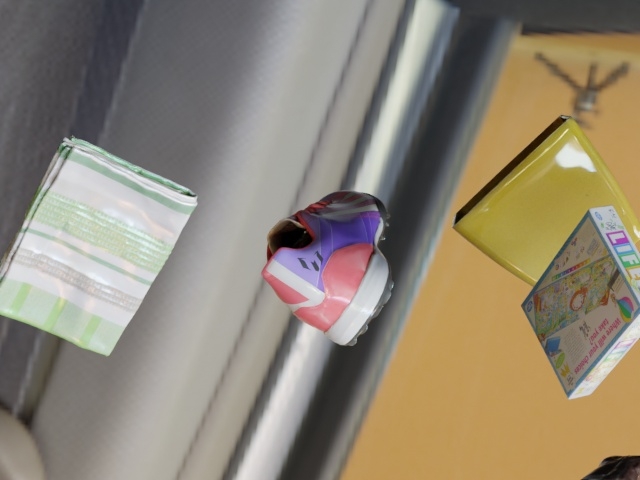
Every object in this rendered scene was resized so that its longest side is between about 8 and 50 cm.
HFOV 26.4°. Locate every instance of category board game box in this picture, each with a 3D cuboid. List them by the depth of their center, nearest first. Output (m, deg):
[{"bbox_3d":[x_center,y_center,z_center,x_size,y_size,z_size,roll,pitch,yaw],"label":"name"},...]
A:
[{"bbox_3d":[0.235,0.056,1.192,0.026,0.154,0.103,-9,-121,-24],"label":"board game box"}]

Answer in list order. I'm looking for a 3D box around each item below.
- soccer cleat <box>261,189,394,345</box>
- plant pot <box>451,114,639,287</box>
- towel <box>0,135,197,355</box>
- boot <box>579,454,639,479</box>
[{"bbox_3d":[0.000,0.000,1.394,0.116,0.108,0.318,32,-164,-11],"label":"soccer cleat"},{"bbox_3d":[0.322,-0.032,1.881,0.187,0.212,0.212,47,-171,0],"label":"plant pot"},{"bbox_3d":[-0.175,0.008,1.034,0.113,0.152,0.023,25,-164,-18],"label":"towel"},{"bbox_3d":[0.308,0.229,1.317,0.106,0.037,0.114,-9,178,25],"label":"boot"}]
